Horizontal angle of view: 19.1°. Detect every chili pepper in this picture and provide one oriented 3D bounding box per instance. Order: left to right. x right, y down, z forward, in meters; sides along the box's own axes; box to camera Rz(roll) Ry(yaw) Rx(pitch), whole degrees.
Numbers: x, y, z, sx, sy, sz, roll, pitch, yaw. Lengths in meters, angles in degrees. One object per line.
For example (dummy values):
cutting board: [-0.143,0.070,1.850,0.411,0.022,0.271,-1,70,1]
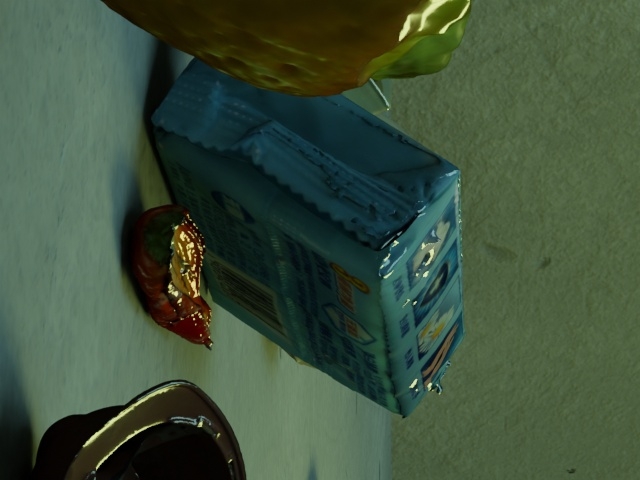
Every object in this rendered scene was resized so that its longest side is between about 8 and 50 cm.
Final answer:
chili pepper: [-0.070,0.022,0.922,0.178,0.027,0.045,74,22,-71]

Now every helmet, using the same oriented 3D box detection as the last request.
helmet: [-0.077,0.092,0.689,0.089,0.057,0.111,-30,128,-32]

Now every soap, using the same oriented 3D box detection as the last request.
soap: [0.000,0.000,1.006,0.077,0.156,0.293,-52,164,-16]

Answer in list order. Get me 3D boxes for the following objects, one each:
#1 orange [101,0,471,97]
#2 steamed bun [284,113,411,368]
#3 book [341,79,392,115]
orange: [-0.017,-0.204,0.556,0.262,0.196,0.334,107,-4,-47]
steamed bun: [0.027,-0.001,1.416,0.177,0.131,0.228,-86,173,-46]
book: [-0.014,-0.211,1.000,0.202,0.027,0.264,53,25,-29]
